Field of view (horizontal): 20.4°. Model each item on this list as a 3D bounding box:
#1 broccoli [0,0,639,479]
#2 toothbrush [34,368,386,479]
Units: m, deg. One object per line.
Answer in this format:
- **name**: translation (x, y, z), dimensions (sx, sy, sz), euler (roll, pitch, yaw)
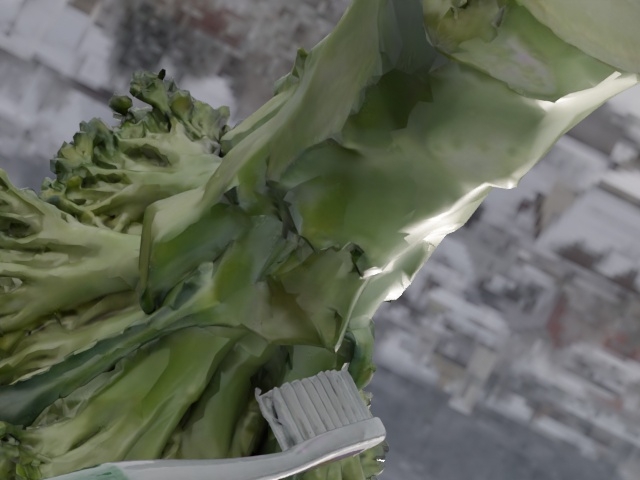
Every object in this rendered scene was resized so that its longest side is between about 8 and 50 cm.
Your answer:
- **broccoli**: translation (-0.005, 0.019, 0.675), dimensions (0.221, 0.252, 0.361), euler (17, 161, -24)
- **toothbrush**: translation (-0.052, 0.052, 0.340), dimensions (0.257, 0.018, 0.024), euler (-10, -111, -60)
